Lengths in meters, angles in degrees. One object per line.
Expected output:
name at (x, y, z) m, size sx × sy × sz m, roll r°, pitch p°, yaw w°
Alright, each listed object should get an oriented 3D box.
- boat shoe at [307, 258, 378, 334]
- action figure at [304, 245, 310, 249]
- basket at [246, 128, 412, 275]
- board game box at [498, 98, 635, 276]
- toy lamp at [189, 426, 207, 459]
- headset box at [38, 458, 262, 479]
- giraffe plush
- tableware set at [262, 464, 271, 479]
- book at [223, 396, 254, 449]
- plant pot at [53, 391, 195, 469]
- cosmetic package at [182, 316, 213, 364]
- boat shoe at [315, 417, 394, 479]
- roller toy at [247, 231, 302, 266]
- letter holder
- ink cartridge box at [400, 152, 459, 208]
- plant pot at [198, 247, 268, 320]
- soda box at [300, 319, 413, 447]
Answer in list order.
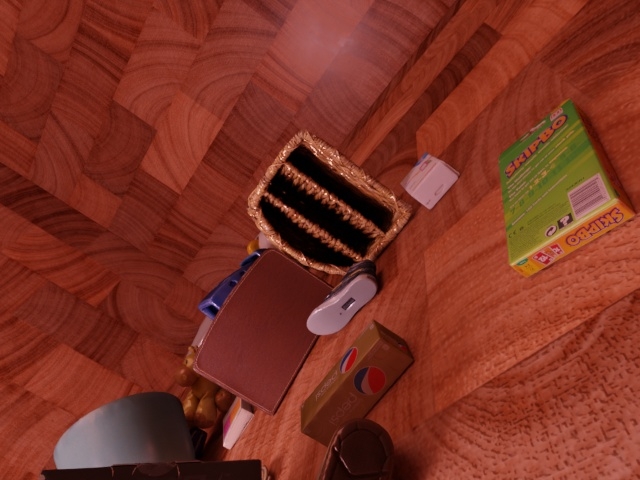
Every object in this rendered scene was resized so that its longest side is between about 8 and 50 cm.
boat shoe at (0.048, 0.116, 0.892) m, size 0.183 × 0.065 × 0.083 m, roll -43°, pitch 13°, yaw 26°
action figure at (0.000, 0.000, 1.225) m, size 0.276 × 0.141 × 0.164 m, roll -15°, pitch 41°, yaw 48°
basket at (-0.001, -0.055, 0.961) m, size 0.213 × 0.299 × 0.223 m, roll -57°, pitch 12°, yaw -12°
board game box at (0.284, -0.078, 0.547) m, size 0.124 × 0.039 × 0.259 m, roll -44°, pitch 18°, yaw 39°
toy lamp at (-0.390, 0.625, 1.156) m, size 0.274 × 0.080 × 0.080 m, roll -59°, pitch 12°, yaw -22°
headset box at (-0.183, 0.345, 0.484) m, size 0.110 × 0.218 × 0.293 m, roll -101°, pitch 21°, yaw -48°
giraffe plush at (-0.330, 0.388, 1.232) m, size 0.182 × 0.170 × 0.210 m, roll -11°, pitch 20°, yaw 32°
tableware set at (-0.103, 0.435, 0.684) m, size 0.141 × 0.020 × 0.169 m, roll -60°, pitch 14°, yaw -21°
book at (-0.207, 0.432, 1.084) m, size 0.096 × 0.035 × 0.144 m, roll -59°, pitch 11°, yaw -5°
plant pot at (-0.418, 0.533, 1.002) m, size 0.293 × 0.293 × 0.235 m, roll -52°, pitch 51°, yaw 13°
cosmetic package at (-0.364, 0.354, 1.627) m, size 0.217 × 0.156 × 0.385 m, roll -56°, pitch 12°, yaw 6°
boat shoe at (0.010, 0.314, 0.450) m, size 0.257 × 0.095 × 0.095 m, roll -61°, pitch -11°, yaw -20°
roller toy at (-0.129, 0.028, 1.509) m, size 0.146 × 0.191 × 0.209 m, roll -45°, pitch 4°, yaw 41°
letter holder at (-0.132, 0.192, 1.000) m, size 0.301 × 0.215 × 0.152 m, roll -59°, pitch 12°, yaw -17°
ink cartridge box at (0.218, -0.123, 0.897) m, size 0.088 × 0.052 × 0.122 m, roll -52°, pitch 13°, yaw 14°
plant pot at (-0.167, 0.162, 1.210) m, size 0.212 × 0.236 × 0.236 m, roll -54°, pitch 9°, yaw -23°
soda box at (0.047, 0.205, 0.627) m, size 0.181 × 0.061 × 0.058 m, roll -53°, pitch 12°, yaw 11°
